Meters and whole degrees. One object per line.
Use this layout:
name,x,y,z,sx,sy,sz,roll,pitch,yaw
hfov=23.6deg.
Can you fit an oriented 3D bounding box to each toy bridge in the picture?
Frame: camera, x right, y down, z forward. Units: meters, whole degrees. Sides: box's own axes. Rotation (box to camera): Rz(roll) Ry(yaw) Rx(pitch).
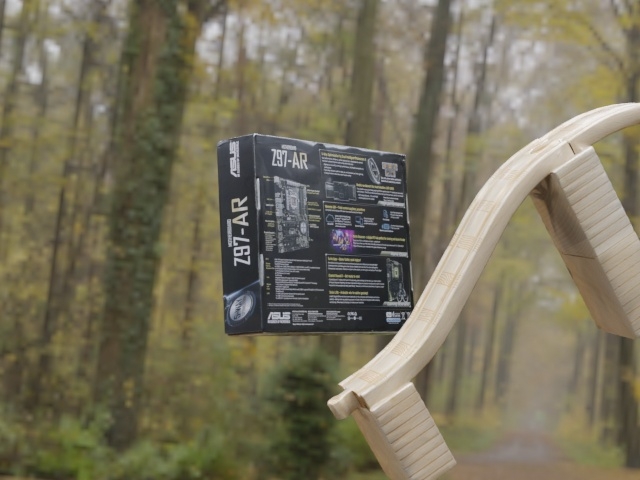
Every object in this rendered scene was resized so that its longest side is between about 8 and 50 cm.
toy bridge,0.080,-0.001,0.452,0.188,0.063,0.026,-33,15,-15

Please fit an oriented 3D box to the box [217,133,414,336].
box,0.000,0.000,0.534,0.018,0.067,0.083,-8,-7,40
